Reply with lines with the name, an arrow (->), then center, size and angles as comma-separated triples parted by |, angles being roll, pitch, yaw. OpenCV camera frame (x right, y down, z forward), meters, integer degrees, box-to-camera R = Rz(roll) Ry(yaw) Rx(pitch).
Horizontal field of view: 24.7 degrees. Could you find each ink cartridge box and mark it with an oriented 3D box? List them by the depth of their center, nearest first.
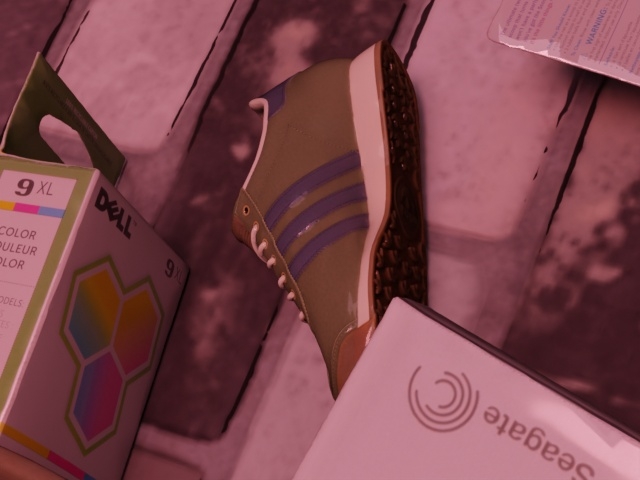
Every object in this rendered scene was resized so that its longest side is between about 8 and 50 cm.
ink cartridge box -> -0.121, 0.030, 0.683 | 0.062, 0.109, 0.209 | 8, 67, 23

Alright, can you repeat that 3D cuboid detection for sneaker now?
sneaker -> 0.000, 0.000, 0.686 | 0.086, 0.064, 0.192 | -12, 61, 23

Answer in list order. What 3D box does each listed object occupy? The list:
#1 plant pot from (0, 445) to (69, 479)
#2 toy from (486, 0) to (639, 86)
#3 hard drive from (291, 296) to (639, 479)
plant pot -> -0.184, 0.255, 0.451 | 0.280, 0.323, 0.323 | -55, 53, 28
toy -> 0.212, -0.100, 0.658 | 0.237, 0.056, 0.137 | 20, 69, 22
hard drive -> 0.036, 0.227, 0.514 | 0.233, 0.047, 0.353 | 30, 92, 30
